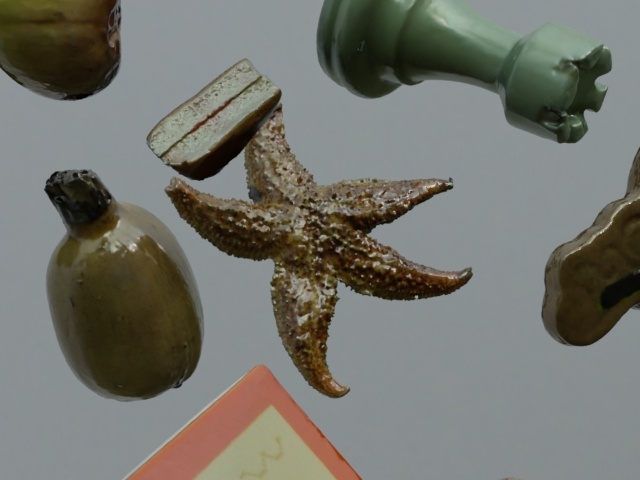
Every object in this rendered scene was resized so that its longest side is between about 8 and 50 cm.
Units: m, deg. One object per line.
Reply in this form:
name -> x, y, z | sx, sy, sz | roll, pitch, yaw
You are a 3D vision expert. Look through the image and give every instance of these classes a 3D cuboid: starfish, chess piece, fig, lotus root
starfish -> 0.001, 0.000, 1.148 | 0.227, 0.241, 0.043 | -2, -21, -13
chess piece -> 0.165, -0.212, 1.730 | 0.194, 0.299, 0.195 | -42, -34, -38
fig -> -0.275, -0.204, 1.414 | 0.230, 0.143, 0.160 | -11, -64, -46
lotus root -> -0.235, 0.047, 1.805 | 0.182, 0.183, 0.310 | -28, -60, -22

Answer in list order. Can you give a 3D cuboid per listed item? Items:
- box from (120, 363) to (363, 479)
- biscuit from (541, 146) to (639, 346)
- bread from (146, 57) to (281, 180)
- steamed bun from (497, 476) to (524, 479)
box -> -0.116, 0.299, 0.747 | 0.348, 0.257, 0.318 | -42, -3, 33
biscuit -> 0.304, -0.009, 1.264 | 0.319, 0.047, 0.183 | -21, -83, -25
bread -> -0.076, -0.069, 1.041 | 0.109, 0.043, 0.062 | -42, -12, -35
steamed bun -> 0.205, 0.336, 1.596 | 0.106, 0.175, 0.145 | -17, -27, -32
